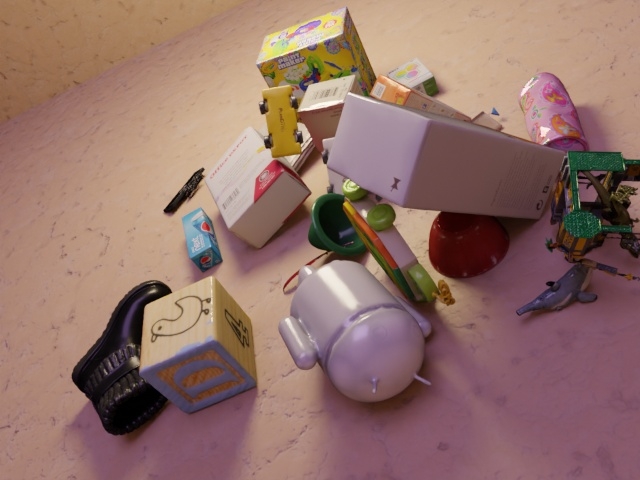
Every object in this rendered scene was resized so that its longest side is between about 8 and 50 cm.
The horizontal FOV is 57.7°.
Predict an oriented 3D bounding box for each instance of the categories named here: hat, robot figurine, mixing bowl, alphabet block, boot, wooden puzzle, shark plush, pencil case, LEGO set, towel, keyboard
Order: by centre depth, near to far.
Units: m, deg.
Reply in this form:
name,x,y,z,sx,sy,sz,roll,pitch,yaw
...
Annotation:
name,x,y,z,sx,sy,sz,roll,pitch,yaw
LEGO set,0.573,-0.027,1.083,0.332,0.192,0.254,-4,54,6
shark plush,0.443,0.091,1.106,0.161,0.067,0.073,-22,41,11
robot figurine,0.070,0.175,1.149,0.300,0.199,0.353,-12,34,-22
mixing bowl,0.312,-0.018,1.275,0.182,0.098,0.181,-18,41,16
alphabet block,-0.271,0.235,1.306,0.193,0.193,0.197,-23,41,7
pencil case,0.549,-0.281,1.384,0.124,0.124,0.284,-15,42,19
boot,-0.434,0.274,1.408,0.260,0.131,0.347,16,69,49
hat,0.000,0.000,1.467,0.183,0.209,0.172,-41,68,47
wooden puzzle,0.431,-0.301,1.536,0.116,0.014,0.078,-33,65,-5
towel,-0.126,-0.301,1.845,0.282,0.049,0.187,27,77,46
keyboard,-0.446,-0.165,1.952,0.100,0.038,0.192,-14,39,55

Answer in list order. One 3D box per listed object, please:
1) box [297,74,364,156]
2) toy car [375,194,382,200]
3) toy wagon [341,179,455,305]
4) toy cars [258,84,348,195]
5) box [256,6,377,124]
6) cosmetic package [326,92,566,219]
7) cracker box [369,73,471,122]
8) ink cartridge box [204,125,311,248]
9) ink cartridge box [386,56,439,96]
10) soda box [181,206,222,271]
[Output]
name,x,y,z,sx,sy,sz,roll,pitch,yaw
box,0.060,-0.323,1.633,0.149,0.232,0.126,-5,47,28
toy car,0.178,-0.203,1.514,0.149,0.155,0.188,15,68,41
toy wagon,0.154,0.024,1.198,0.068,0.267,0.344,-34,40,0
toy cars,-0.020,-0.240,1.529,0.394,0.087,0.176,40,89,4
box,-0.003,-0.537,1.853,0.290,0.279,0.176,-12,45,21
cosmetic package,0.267,-0.164,1.188,0.230,0.454,0.161,34,115,45
cracker box,0.268,-0.358,1.552,0.155,0.233,0.067,49,120,50
ink cartridge box,-0.187,-0.158,1.658,0.226,0.131,0.306,-47,38,11
ink cartridge box,0.278,-0.506,1.816,0.109,0.062,0.209,-27,40,7
soda box,-0.348,-0.006,1.693,0.071,0.067,0.210,-30,41,2
